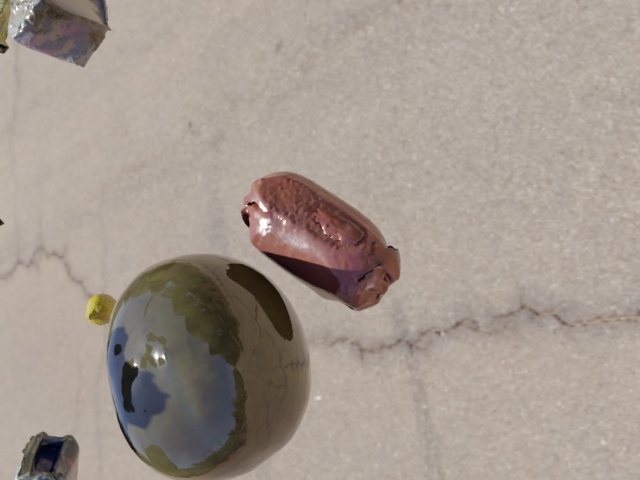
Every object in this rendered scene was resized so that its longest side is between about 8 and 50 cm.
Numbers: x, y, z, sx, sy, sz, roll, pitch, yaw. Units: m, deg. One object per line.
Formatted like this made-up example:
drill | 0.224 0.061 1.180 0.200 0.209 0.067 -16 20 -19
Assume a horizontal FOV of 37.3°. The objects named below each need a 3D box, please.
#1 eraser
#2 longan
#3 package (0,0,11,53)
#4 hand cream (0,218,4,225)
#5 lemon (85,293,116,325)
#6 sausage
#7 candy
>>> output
eraser | -0.537 0.545 1.836 0.155 0.101 0.332 -90 8 -68
longan | -0.179 0.193 1.478 0.361 0.361 0.361 0 90 56
package | -0.559 -0.382 1.565 0.108 0.031 0.121 21 118 6
hand cream | -0.646 -0.071 1.793 0.023 0.036 0.122 -88 -21 -50
lemon | -0.442 0.141 1.911 0.065 0.092 0.065 4 102 20
sausage | 0.000 0.000 1.510 0.279 0.152 0.152 33 125 9
candy | -0.562 -0.490 2.036 0.137 0.195 0.185 -46 45 31
